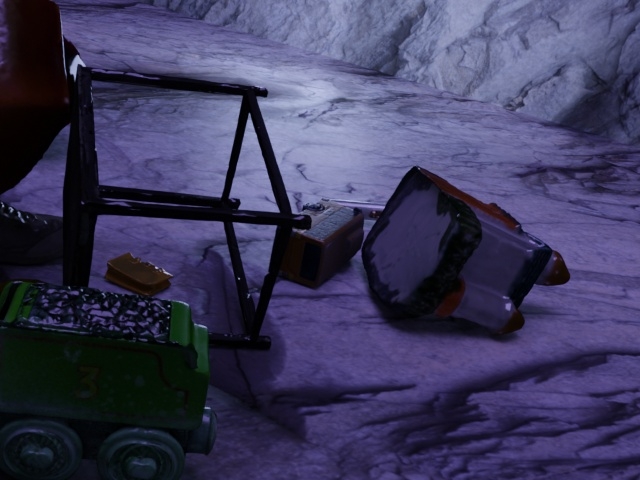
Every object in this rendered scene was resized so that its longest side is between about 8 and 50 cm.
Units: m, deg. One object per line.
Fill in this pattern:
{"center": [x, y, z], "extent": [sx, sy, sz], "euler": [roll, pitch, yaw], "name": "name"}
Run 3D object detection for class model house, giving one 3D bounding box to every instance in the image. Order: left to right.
{"center": [0.247, 0.043, 1.551], "extent": [0.301, 0.190, 0.271], "euler": [22, 14, -18], "name": "model house"}

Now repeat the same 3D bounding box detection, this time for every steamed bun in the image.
{"center": [-0.515, -0.191, 1.362], "extent": [0.248, 0.234, 0.379], "euler": [0, -17, -34], "name": "steamed bun"}

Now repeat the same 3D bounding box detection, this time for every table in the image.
{"center": [-0.198, -0.051, 1.338], "extent": [0.272, 0.222, 0.335], "euler": [5, 37, -18], "name": "table"}

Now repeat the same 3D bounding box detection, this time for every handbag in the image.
{"center": [-0.259, 0.050, 1.415], "extent": [0.083, 0.027, 0.061], "euler": [23, 22, 19], "name": "handbag"}

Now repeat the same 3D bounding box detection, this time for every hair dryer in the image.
{"center": [0.112, -0.052, 1.837], "extent": [0.237, 0.073, 0.131], "euler": [1, 20, -3], "name": "hair dryer"}

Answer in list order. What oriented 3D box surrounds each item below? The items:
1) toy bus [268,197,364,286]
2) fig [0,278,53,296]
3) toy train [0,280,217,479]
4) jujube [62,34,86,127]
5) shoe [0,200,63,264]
{"center": [0.000, 0.000, 1.585], "extent": [0.103, 0.091, 0.182], "euler": [19, 23, 18], "name": "toy bus"}
{"center": [-0.344, 0.089, 1.140], "extent": [0.133, 0.126, 0.185], "euler": [-13, 33, -21], "name": "fig"}
{"center": [-0.218, 0.144, 0.977], "extent": [0.243, 0.188, 0.132], "euler": [9, 22, -10], "name": "toy train"}
{"center": [-0.587, -0.309, 1.870], "extent": [0.259, 0.258, 0.377], "euler": [-3, 13, -34], "name": "jujube"}
{"center": [-0.463, -0.021, 1.392], "extent": [0.275, 0.098, 0.103], "euler": [-3, 30, -37], "name": "shoe"}
